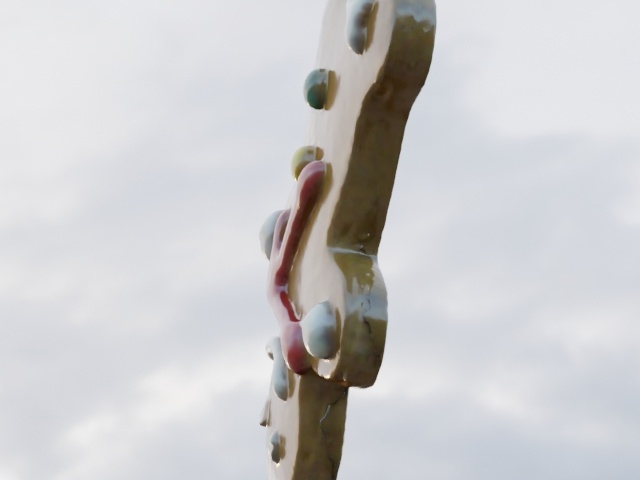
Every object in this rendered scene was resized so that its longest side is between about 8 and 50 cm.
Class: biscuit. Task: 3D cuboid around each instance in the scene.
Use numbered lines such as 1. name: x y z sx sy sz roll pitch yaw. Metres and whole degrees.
1. biscuit: 0.000 0.000 0.858 0.047 0.216 0.339 7 -68 -9
